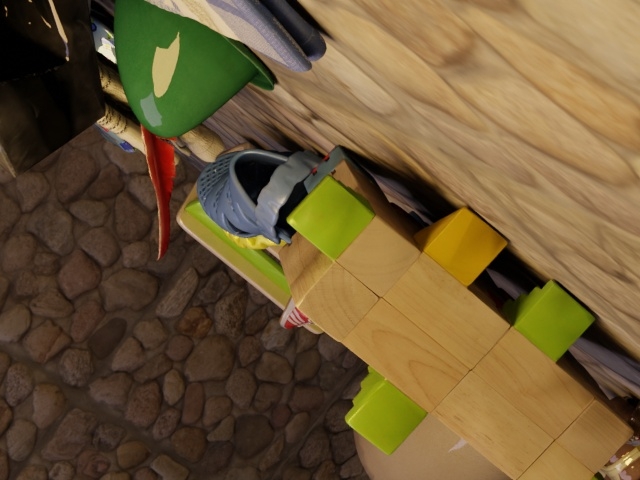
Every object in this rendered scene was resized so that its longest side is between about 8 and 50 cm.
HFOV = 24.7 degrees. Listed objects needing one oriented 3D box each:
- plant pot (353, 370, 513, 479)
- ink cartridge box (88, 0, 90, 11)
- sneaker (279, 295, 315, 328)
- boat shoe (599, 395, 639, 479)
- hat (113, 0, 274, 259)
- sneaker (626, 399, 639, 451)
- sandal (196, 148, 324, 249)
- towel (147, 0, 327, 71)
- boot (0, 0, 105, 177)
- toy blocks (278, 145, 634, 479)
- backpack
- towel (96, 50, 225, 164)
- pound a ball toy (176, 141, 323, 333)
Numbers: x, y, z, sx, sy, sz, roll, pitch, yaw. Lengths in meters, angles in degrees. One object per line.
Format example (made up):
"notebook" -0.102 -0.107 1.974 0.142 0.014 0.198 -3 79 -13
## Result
"plant pot" 0.196 0.221 1.865 0.256 0.256 0.274 38 162 0
"ink cartridge box" -0.350 -0.256 1.623 0.180 0.060 0.104 19 140 5
"sneaker" -0.012 0.097 1.910 0.067 0.042 0.118 31 151 4
"boat shoe" 0.309 0.203 1.558 0.095 0.095 0.257 51 173 8
"hat" -0.154 -0.109 1.230 0.208 0.183 0.173 39 177 -12
"sneaker" 0.310 0.170 1.203 0.084 0.069 0.185 29 -177 -2
"sandal" -0.048 -0.054 1.570 0.138 0.126 0.317 43 166 -32
"towel" -0.131 -0.209 0.916 0.285 0.034 0.209 32 172 46
"boot" -0.356 -0.273 1.008 0.445 0.146 0.367 40 166 34
"toy blocks" 0.103 0.065 1.268 0.381 0.191 0.261 40 -172 -16
"backpack" -0.270 -0.209 1.786 0.173 0.117 0.158 44 173 -36
"towel" -0.275 -0.183 1.395 0.324 0.056 0.312 29 -175 -41
"pound a ball toy" 0.000 0.000 1.928 0.319 0.136 0.208 39 152 -19
